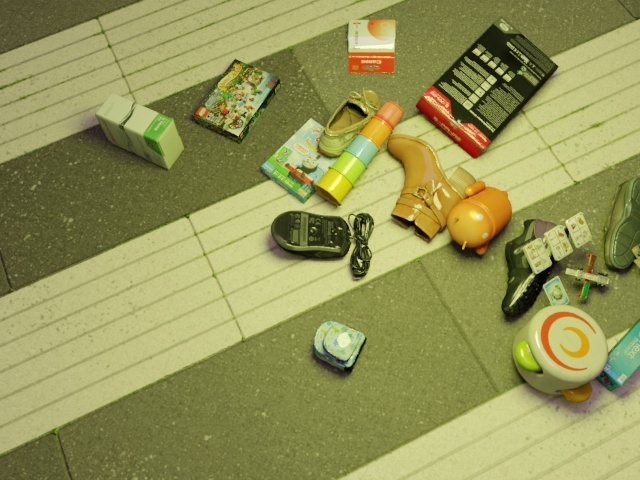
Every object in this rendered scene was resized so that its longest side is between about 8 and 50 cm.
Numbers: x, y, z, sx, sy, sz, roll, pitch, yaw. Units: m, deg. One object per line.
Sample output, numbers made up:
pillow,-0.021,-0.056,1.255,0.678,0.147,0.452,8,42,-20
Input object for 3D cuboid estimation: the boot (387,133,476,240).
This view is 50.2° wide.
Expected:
boot,0.251,-0.145,1.850,0.283,0.109,0.220,37,76,9

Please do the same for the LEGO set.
LEGO set,0.614,0.076,1.697,0.183,0.060,0.244,-30,101,-12

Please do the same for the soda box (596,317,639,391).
soda box,0.751,0.264,1.647,0.210,0.071,0.067,-40,71,-15

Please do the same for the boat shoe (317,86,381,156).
boat shoe,0.093,-0.347,1.920,0.105,0.089,0.285,28,54,11

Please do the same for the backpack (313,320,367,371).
backpack,0.042,0.251,1.674,0.114,0.084,0.105,23,66,15

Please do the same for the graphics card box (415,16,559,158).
graphics card box,0.475,-0.438,1.945,0.233,0.094,0.371,42,74,4

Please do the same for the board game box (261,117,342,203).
board game box,-0.036,-0.227,1.921,0.160,0.039,0.211,37,71,17

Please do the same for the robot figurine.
robot figurine,0.409,-0.059,1.756,0.128,0.158,0.219,39,45,20

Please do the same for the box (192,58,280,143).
box,-0.244,-0.413,2.011,0.159,0.044,0.233,26,69,13

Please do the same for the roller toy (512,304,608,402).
roller toy,0.564,0.262,1.615,0.209,0.146,0.191,26,62,5

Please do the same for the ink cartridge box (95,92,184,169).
ink cartridge box,-0.504,-0.306,1.913,0.209,0.153,0.086,25,68,12

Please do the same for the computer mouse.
computer mouse,0.000,0.000,1.805,0.273,0.072,0.188,10,63,-7

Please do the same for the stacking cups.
stacking cups,0.112,-0.242,1.870,0.096,0.096,0.316,35,79,16

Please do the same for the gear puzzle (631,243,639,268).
gear puzzle,0.937,0.121,1.700,0.176,0.044,0.338,-27,75,-18

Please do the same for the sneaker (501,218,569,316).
sneaker,0.516,0.067,1.749,0.124,0.107,0.283,24,66,33

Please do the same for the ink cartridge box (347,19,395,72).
ink cartridge box,0.155,-0.594,2.081,0.146,0.045,0.179,1,63,3

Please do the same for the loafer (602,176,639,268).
loafer,0.792,-0.040,1.795,0.096,0.084,0.267,31,71,-18
